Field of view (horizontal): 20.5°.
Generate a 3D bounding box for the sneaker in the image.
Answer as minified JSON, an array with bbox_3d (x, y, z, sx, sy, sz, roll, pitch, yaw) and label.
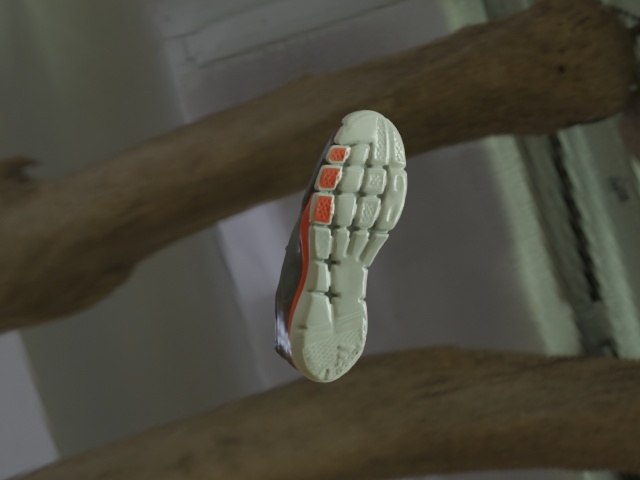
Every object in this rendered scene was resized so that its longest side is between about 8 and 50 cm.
[{"bbox_3d":[0.000,0.000,1.019,0.065,0.061,0.158,9,-97,59],"label":"sneaker"}]
